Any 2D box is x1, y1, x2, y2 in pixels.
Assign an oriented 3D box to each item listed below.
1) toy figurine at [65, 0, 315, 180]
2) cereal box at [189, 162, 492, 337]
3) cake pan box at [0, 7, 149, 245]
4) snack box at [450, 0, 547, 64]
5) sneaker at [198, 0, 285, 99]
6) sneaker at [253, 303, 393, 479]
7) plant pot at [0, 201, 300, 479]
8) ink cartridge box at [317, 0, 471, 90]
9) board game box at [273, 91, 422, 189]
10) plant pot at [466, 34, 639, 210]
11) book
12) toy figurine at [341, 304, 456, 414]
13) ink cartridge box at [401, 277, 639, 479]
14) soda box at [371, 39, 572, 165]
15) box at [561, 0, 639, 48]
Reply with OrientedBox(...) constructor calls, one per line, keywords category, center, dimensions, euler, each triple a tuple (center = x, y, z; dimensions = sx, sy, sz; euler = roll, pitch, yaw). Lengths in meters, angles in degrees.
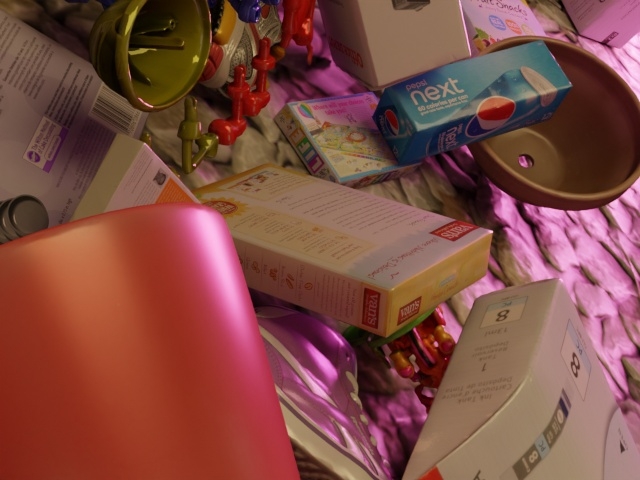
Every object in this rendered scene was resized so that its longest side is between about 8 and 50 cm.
OrientedBox(category="toy figurine", center=(-0.155, -0.200, 0.920), dimensions=(0.217, 0.191, 0.362), euler=(20, 39, 15))
OrientedBox(category="cereal box", center=(0.000, 0.000, 0.902), dimensions=(0.240, 0.047, 0.173), euler=(19, 25, 30))
OrientedBox(category="cake pan box", center=(-0.268, -0.082, 0.815), dimensions=(0.245, 0.070, 0.267), euler=(32, 39, -22))
OrientedBox(category="snack box", center=(0.234, -0.279, 1.478), dimensions=(0.174, 0.070, 0.207), euler=(2, 53, -42))
OrientedBox(category="sneaker", center=(-0.081, -0.225, 1.125), dimensions=(0.092, 0.088, 0.225), euler=(35, 45, -26))
OrientedBox(category="sneaker", center=(0.022, 0.162, 0.843), dimensions=(0.282, 0.102, 0.161), euler=(50, 34, 5))
OrientedBox(category="plant pot", center=(-0.126, 0.144, 0.601), dimensions=(0.275, 0.275, 0.243), euler=(-15, 76, -49))
OrientedBox(category="ink cartridge box", center=(0.051, -0.316, 1.135), dimensions=(0.197, 0.114, 0.273), euler=(-125, -162, -68))
OrientedBox(category="board game box", center=(0.032, -0.107, 1.159), dimensions=(0.154, 0.026, 0.103), euler=(-16, 68, -50))
OrientedBox(category="plant pot", center=(0.266, -0.122, 1.300), dimensions=(0.237, 0.110, 0.237), euler=(7, 57, -11))
OrientedBox(category="book", center=(-0.130, -0.002, 0.780), dimensions=(0.035, 0.144, 0.096), euler=(22, 76, 21))
OrientedBox(category="toy figurine", center=(0.113, 0.121, 0.946), dimensions=(0.159, 0.130, 0.173), euler=(56, 5, -4))
OrientedBox(category="ink cartridge box", center=(0.170, 0.256, 0.808), dimensions=(0.308, 0.091, 0.385), euler=(63, 30, -20))
OrientedBox(category="soda box", center=(0.168, -0.154, 1.187), dimensions=(0.210, 0.067, 0.071), euler=(-18, 67, -23))
OrientedBox(category="box", center=(0.493, -0.452, 1.795), dimensions=(0.119, 0.181, 0.182), euler=(8, 51, -39))
